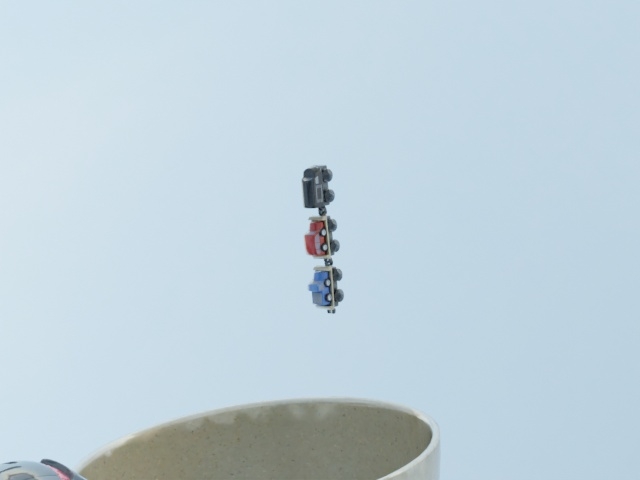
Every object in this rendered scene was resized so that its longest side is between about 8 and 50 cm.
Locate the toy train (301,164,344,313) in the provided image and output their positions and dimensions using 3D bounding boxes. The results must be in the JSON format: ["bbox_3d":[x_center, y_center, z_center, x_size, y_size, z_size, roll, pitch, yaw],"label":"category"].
[{"bbox_3d":[0.000,0.000,1.582,0.027,0.036,0.158,2,-80,47],"label":"toy train"}]

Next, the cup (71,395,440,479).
[{"bbox_3d":[-0.044,0.298,1.343,0.331,0.331,0.237,-2,-79,36],"label":"cup"}]

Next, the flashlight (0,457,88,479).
[{"bbox_3d":[-0.233,0.145,0.897,0.103,0.304,0.103,-8,-119,20],"label":"flashlight"}]
